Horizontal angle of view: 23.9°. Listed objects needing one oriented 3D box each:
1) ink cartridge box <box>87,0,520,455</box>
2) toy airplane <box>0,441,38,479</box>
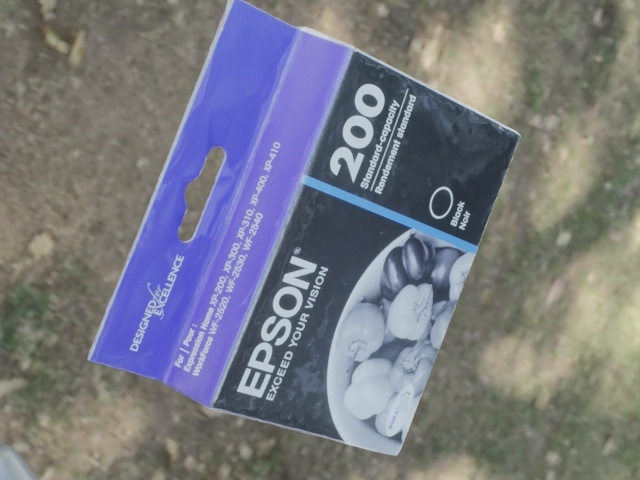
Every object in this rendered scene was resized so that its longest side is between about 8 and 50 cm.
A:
[{"bbox_3d":[0.000,0.000,0.824,0.208,0.045,0.206,20,92,-41],"label":"ink cartridge box"},{"bbox_3d":[-0.189,0.154,0.453,0.384,0.272,0.386,84,29,-46],"label":"toy airplane"}]
